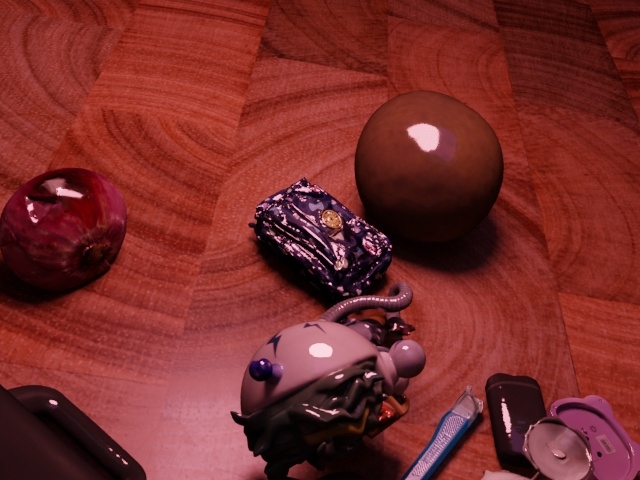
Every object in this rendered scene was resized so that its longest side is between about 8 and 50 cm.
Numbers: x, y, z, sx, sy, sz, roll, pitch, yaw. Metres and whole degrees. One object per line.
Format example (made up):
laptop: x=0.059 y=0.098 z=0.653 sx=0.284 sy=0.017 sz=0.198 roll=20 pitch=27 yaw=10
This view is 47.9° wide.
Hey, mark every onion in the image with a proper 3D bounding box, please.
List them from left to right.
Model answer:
onion: x=-0.418 y=-0.031 z=1.180 sx=0.208 sy=0.200 sz=0.200 roll=-6 pitch=47 yaw=-26

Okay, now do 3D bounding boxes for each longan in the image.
longan: x=0.203 y=-0.142 z=1.362 sx=0.297 sy=0.297 sz=0.297 roll=6 pitch=44 yaw=-6

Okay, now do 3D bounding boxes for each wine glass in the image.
wine glass: x=0.285 y=0.324 z=0.969 sx=0.122 sy=0.182 sz=0.122 roll=5 pitch=45 yaw=-5

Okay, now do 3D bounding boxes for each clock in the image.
clock: x=0.420 y=0.314 z=1.104 sx=0.110 sy=0.050 sz=0.152 roll=-12 pitch=49 yaw=-23

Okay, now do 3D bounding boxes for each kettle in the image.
kettle: x=-0.354 y=0.288 z=0.856 sx=0.308 sy=0.203 sz=0.262 roll=34 pitch=50 yaw=25

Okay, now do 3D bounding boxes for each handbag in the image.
handbag: x=0.000 y=0.000 z=1.287 sx=0.260 sy=0.113 sz=0.162 roll=39 pitch=56 yaw=16

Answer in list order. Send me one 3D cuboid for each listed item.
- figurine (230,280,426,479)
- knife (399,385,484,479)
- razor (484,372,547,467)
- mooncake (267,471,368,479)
figurine: x=0.020 y=0.193 z=0.968 sx=0.186 sy=0.261 sz=0.382 roll=47 pitch=16 yaw=13
knife: x=0.162 y=0.318 z=1.062 sx=0.044 sy=0.026 sz=0.296 roll=33 pitch=50 yaw=24
razor: x=0.306 y=0.276 z=1.114 sx=0.090 sy=0.054 sz=0.148 roll=6 pitch=44 yaw=-1
mooncake: x=-0.013 y=0.415 z=0.835 sx=0.306 sy=0.154 sz=0.306 roll=7 pitch=41 yaw=-6
